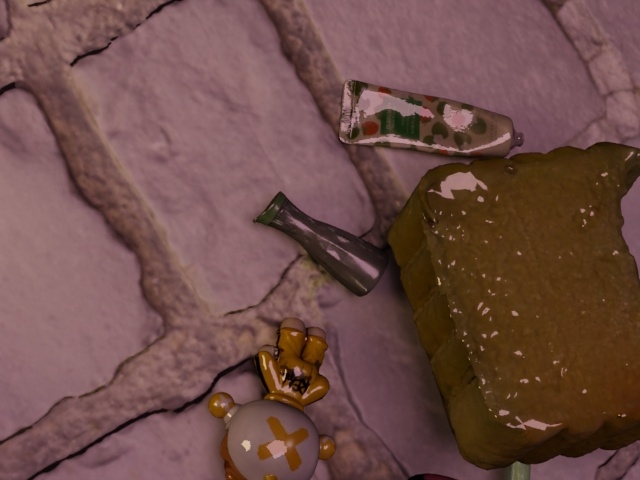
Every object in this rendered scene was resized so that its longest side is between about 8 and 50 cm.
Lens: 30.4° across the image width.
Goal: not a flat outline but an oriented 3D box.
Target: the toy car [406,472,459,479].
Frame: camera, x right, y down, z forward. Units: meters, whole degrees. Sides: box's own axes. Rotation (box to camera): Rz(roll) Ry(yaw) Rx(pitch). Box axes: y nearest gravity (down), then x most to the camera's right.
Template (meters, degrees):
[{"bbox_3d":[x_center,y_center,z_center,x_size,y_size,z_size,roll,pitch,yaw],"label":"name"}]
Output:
[{"bbox_3d":[0.099,0.324,0.774,0.341,0.240,0.271,18,93,11],"label":"toy car"}]

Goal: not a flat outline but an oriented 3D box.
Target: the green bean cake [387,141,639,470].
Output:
[{"bbox_3d":[0.187,0.052,0.941,0.233,0.124,0.236,-9,67,-20],"label":"green bean cake"}]

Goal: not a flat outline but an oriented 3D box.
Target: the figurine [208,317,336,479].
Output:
[{"bbox_3d":[-0.025,0.132,0.906,0.101,0.068,0.143,45,56,-3],"label":"figurine"}]

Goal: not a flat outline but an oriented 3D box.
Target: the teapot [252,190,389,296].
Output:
[{"bbox_3d":[0.000,0.000,0.950,0.111,0.043,0.043,33,71,-11],"label":"teapot"}]

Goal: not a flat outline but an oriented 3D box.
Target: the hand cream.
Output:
[{"bbox_3d":[0.097,-0.099,1.012,0.165,0.037,0.057,8,78,-14],"label":"hand cream"}]

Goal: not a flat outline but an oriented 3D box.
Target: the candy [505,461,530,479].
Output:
[{"bbox_3d":[0.164,0.181,0.975,0.092,0.093,0.335,42,50,-56],"label":"candy"}]
